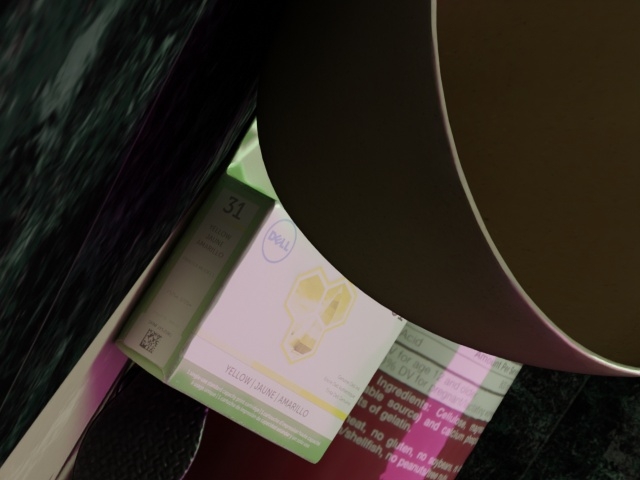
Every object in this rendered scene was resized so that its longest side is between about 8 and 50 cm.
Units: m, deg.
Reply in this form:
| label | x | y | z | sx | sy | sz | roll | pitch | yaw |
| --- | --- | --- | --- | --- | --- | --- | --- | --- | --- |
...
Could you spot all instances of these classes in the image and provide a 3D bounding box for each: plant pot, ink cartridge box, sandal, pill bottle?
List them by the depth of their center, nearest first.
| label | x | y | z | sx | sy | sz | roll | pitch | yaw |
| --- | --- | --- | --- | --- | --- | --- | --- | --- | --- |
| plant pot | 0.080 | -0.069 | 0.951 | 0.191 | 0.284 | 0.284 | -8 | -141 | 45 |
| ink cartridge box | 0.000 | 0.000 | 1.133 | 0.235 | 0.056 | 0.171 | -57 | 141 | -3 |
| sandal | -0.097 | 0.096 | 1.215 | 0.179 | 0.067 | 0.040 | -61 | -171 | -9 |
| pill bottle | 0.024 | 0.062 | 1.327 | 0.392 | 0.224 | 0.224 | -59 | 177 | 1 |
